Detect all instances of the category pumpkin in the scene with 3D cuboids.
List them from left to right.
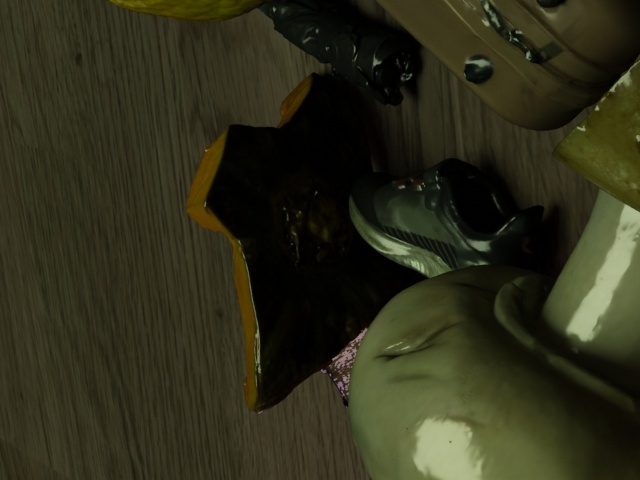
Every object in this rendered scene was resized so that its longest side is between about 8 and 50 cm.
[{"bbox_3d":[-0.018,-0.013,1.710,0.095,0.258,0.290,-25,85,41],"label":"pumpkin"}]

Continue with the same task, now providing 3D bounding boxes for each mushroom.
[{"bbox_3d":[0.194,0.100,1.420,0.314,0.314,0.336,43,116,40],"label":"mushroom"}]

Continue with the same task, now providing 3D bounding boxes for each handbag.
[{"bbox_3d":[0.131,-0.251,1.327,0.302,0.283,0.149,43,128,1],"label":"handbag"}]

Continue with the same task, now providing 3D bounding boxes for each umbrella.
[{"bbox_3d":[0.006,-0.201,1.758,0.236,0.059,0.066,39,112,46],"label":"umbrella"}]

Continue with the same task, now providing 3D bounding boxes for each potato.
[{"bbox_3d":[0.032,0.084,1.851,0.172,0.089,0.100,57,-168,-46],"label":"potato"},{"bbox_3d":[0.286,-0.079,1.276,0.158,0.178,0.203,44,102,9],"label":"potato"}]

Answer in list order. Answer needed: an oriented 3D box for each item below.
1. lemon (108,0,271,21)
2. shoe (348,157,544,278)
[{"bbox_3d":[-0.126,-0.348,1.649,0.336,0.336,0.336,32,130,48],"label":"lemon"},{"bbox_3d":[0.119,-0.021,1.634,0.227,0.099,0.112,40,129,37],"label":"shoe"}]
